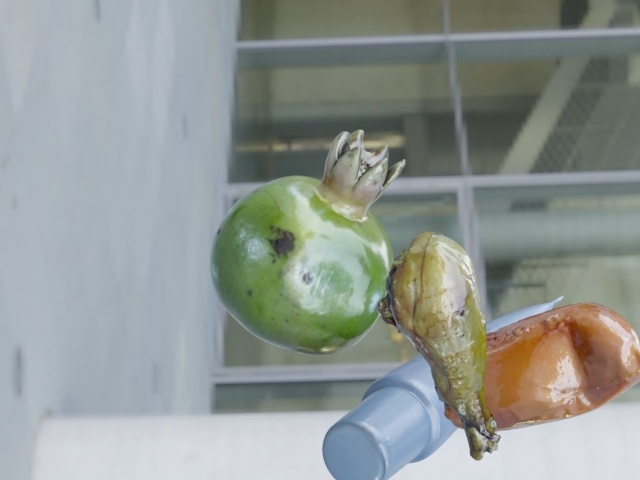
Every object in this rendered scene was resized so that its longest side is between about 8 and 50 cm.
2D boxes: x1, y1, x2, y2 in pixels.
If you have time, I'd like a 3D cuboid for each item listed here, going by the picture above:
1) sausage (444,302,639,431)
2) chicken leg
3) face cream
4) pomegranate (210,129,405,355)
[{"bbox_3d":[0.173,0.100,1.192,0.089,0.179,0.089,32,48,-45],"label":"sausage"},{"bbox_3d":[0.092,0.078,1.119,0.093,0.070,0.178,13,-50,59],"label":"chicken leg"},{"bbox_3d":[0.122,0.143,1.511,0.086,0.135,0.385,55,33,5],"label":"face cream"},{"bbox_3d":[-0.002,-0.001,1.479,0.225,0.187,0.187,-57,-167,21],"label":"pomegranate"}]
